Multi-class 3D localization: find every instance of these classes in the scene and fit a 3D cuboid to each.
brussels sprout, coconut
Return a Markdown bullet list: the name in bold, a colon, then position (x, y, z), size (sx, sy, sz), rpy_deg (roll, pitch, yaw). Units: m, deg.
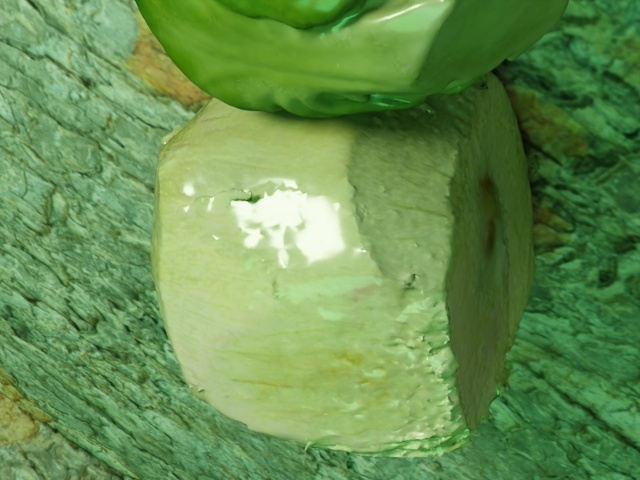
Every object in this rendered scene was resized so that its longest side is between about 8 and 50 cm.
- **brussels sprout**: position (0.019, -0.237, 0.758), size (0.355, 0.289, 0.281), rpy_deg (40, 152, 34)
- **coconut**: position (0.000, 0.000, 0.982), size (0.405, 0.404, 0.404), rpy_deg (20, 142, 16)
